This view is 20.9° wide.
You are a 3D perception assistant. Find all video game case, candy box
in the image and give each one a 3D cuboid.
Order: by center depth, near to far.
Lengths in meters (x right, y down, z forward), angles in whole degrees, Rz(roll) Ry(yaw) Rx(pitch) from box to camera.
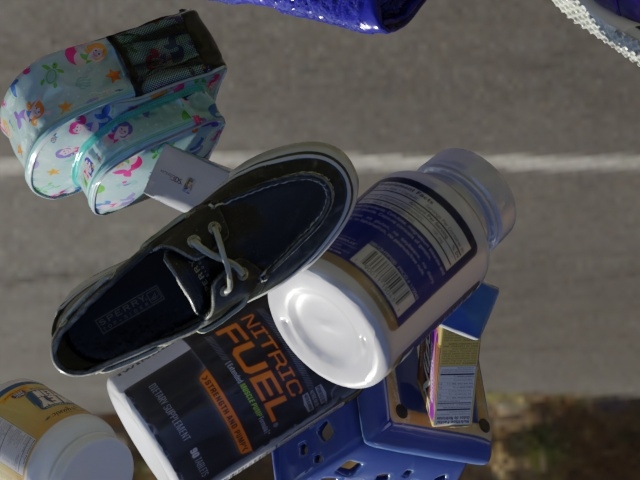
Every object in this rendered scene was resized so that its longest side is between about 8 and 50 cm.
[{"bbox_3d":[0.000,0.000,1.689,0.269,0.061,0.244,23,180,-38],"label":"video game case"},{"bbox_3d":[0.153,0.113,2.053,0.053,0.109,0.187,0,117,-9],"label":"candy box"}]

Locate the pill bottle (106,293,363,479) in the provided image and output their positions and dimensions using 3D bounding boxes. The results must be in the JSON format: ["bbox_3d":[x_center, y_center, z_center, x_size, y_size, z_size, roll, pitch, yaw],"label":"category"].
[{"bbox_3d":[-0.050,0.110,1.497,0.245,0.130,0.130,-32,163,-14],"label":"pill bottle"}]

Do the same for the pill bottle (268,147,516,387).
[{"bbox_3d":[0.059,0.014,1.290,0.186,0.112,0.112,-40,-179,-35],"label":"pill bottle"}]

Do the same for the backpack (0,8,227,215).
[{"bbox_3d":[-0.246,-0.145,2.070,0.253,0.191,0.225,-15,160,-24],"label":"backpack"}]

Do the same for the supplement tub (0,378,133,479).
[{"bbox_3d":[-0.353,0.278,2.274,0.199,0.144,0.144,23,179,41],"label":"supplement tub"}]

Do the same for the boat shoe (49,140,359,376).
[{"bbox_3d":[-0.070,0.018,1.070,0.219,0.078,0.070,-35,-171,7],"label":"boat shoe"}]

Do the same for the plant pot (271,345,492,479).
[{"bbox_3d":[0.083,0.206,2.236,0.236,0.236,0.212,14,145,-33],"label":"plant pot"}]

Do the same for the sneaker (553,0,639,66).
[{"bbox_3d":[0.394,-0.322,2.187,0.146,0.293,0.102,-48,155,-1],"label":"sneaker"}]

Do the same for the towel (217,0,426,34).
[{"bbox_3d":[-0.007,-0.259,1.330,0.308,0.227,0.076,16,137,39],"label":"towel"}]
